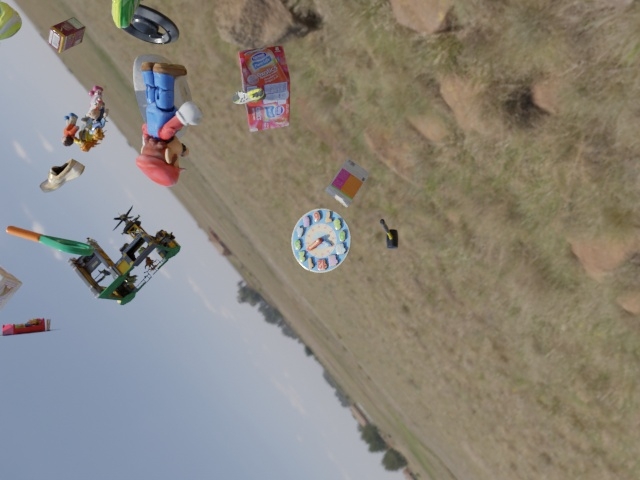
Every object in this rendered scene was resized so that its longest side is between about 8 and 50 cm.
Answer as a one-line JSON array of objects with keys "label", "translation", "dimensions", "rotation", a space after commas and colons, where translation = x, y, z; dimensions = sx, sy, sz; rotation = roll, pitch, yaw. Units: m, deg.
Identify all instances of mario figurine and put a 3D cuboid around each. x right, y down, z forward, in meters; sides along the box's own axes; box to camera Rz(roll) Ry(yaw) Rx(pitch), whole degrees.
[{"label": "mario figurine", "translation": [-0.394, -0.301, 1.580], "dimensions": [0.198, 0.170, 0.320], "rotation": [-114, 29, -70]}]

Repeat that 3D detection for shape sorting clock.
[{"label": "shape sorting clock", "translation": [0.000, 0.000, 1.911], "dimensions": [0.206, 0.206, 0.040], "rotation": [49, -163, 16]}]

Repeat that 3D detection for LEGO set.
[{"label": "LEGO set", "translation": [-0.634, 0.039, 1.915], "dimensions": [0.192, 0.331, 0.255], "rotation": [46, -169, 14]}]

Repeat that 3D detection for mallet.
[{"label": "mallet", "translation": [0.210, -0.035, 1.859], "dimensions": [0.189, 0.039, 0.062], "rotation": [57, -147, -59]}]

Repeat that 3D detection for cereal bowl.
[{"label": "cereal bowl", "translation": [-0.583, -0.549, 2.295], "dimensions": [0.339, 0.141, 0.338], "rotation": [-11, -90, -84]}]

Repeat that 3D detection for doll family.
[{"label": "doll family", "translation": [-0.800, -0.404, 2.101], "dimensions": [0.118, 0.263, 0.163], "rotation": [25, -138, -43]}]

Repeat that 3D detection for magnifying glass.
[{"label": "magnifying glass", "translation": [-0.710, 0.000, 1.576], "dimensions": [0.231, 0.026, 0.092], "rotation": [14, -175, 3]}]

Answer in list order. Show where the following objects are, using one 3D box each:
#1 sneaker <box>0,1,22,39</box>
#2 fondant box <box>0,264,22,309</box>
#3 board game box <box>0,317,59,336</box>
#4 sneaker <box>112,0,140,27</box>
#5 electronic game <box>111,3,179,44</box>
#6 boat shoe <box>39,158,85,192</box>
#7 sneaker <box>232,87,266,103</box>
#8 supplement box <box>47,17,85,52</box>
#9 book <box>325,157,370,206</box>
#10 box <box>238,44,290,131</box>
[{"label": "sneaker", "translation": [-0.778, -0.446, 1.304], "dimensions": [0.126, 0.240, 0.091], "rotation": [48, 174, -14]}, {"label": "fondant box", "translation": [-1.039, 0.177, 1.667], "dimensions": [0.238, 0.330, 0.096], "rotation": [33, 171, 16]}, {"label": "board game box", "translation": [-0.682, 0.198, 1.381], "dimensions": [0.169, 0.133, 0.033], "rotation": [154, 111, -76]}, {"label": "sneaker", "translation": [-0.431, -0.661, 1.497], "dimensions": [0.124, 0.295, 0.109], "rotation": [25, -170, -25]}, {"label": "electronic game", "translation": [-0.593, -0.737, 2.035], "dimensions": [0.229, 0.048, 0.229], "rotation": [13, 170, 2]}, {"label": "boat shoe", "translation": [-0.821, -0.208, 1.877], "dimensions": [0.059, 0.170, 0.063], "rotation": [50, -160, -42]}, {"label": "sneaker", "translation": [-0.164, -0.331, 1.395], "dimensions": [0.035, 0.083, 0.031], "rotation": [19, -110, -66]}, {"label": "supplement box", "translation": [-0.648, -0.525, 1.528], "dimensions": [0.043, 0.083, 0.055], "rotation": [39, 134, -2]}, {"label": "book", "translation": [0.092, -0.198, 2.015], "dimensions": [0.096, 0.144, 0.035], "rotation": [37, 160, -5]}, {"label": "box", "translation": [-0.160, -0.435, 1.741], "dimensions": [0.257, 0.128, 0.122], "rotation": [99, 160, -71]}]
